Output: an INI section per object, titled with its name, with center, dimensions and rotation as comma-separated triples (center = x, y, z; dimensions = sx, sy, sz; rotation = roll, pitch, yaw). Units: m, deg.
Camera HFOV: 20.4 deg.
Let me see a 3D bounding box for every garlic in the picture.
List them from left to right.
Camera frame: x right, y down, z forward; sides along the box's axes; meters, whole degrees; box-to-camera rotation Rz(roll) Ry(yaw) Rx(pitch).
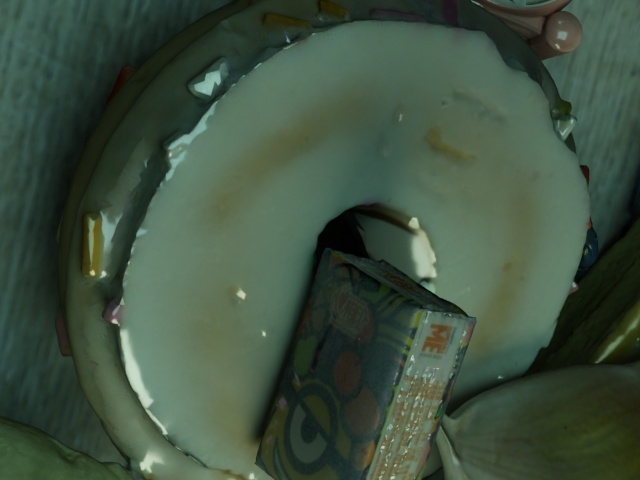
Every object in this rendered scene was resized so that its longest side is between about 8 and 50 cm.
[garlic]
center = 0.142, 0.161, 1.173
dimensions = 0.267, 0.148, 0.128
rotation = 1, 139, -39

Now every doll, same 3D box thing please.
[doll]
center = 0.185, 0.006, 1.288
dimensions = 0.027, 0.125, 0.037
rotation = -8, 83, 3

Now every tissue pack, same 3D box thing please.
[tissue pack]
center = 0.024, 0.091, 1.059
dimensions = 0.060, 0.109, 0.148
rotation = 10, 103, -36

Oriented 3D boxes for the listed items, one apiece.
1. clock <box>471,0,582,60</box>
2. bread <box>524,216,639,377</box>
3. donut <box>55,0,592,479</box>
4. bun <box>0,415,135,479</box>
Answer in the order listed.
[clock]
center = 0.119, -0.220, 1.240
dimensions = 0.166, 0.093, 0.162
rotation = 17, 83, -19
[bread]
center = 0.279, 0.117, 1.347
dimensions = 0.246, 0.111, 0.239
rotation = -48, 114, -8
[donut]
center = 0.000, 0.000, 1.162
dimensions = 0.383, 0.142, 0.382
rotation = -13, 117, -27
[bun]
center = -0.192, 0.195, 1.131
dimensions = 0.116, 0.210, 0.237
rotation = -65, 145, -46
